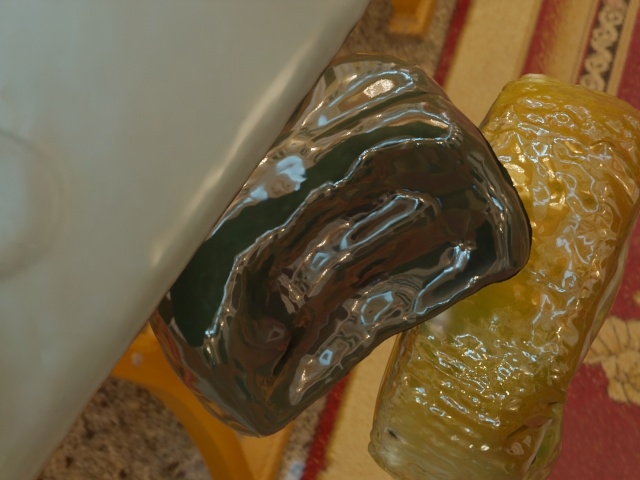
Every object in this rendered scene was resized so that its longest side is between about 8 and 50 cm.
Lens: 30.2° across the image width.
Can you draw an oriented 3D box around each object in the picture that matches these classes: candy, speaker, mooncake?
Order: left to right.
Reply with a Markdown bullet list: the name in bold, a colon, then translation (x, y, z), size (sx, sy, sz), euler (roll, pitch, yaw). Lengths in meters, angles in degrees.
- **speaker**: translation (-0.171, 0.006, 0.367), size (0.406, 0.184, 0.183), euler (-54, 19, 2)
- **mooncake**: translation (0.000, 0.000, 0.519), size (0.168, 0.104, 0.175), euler (7, 51, 39)
- **candy**: translation (0.113, 0.032, 0.686), size (0.118, 0.260, 0.260), euler (20, 70, 7)
